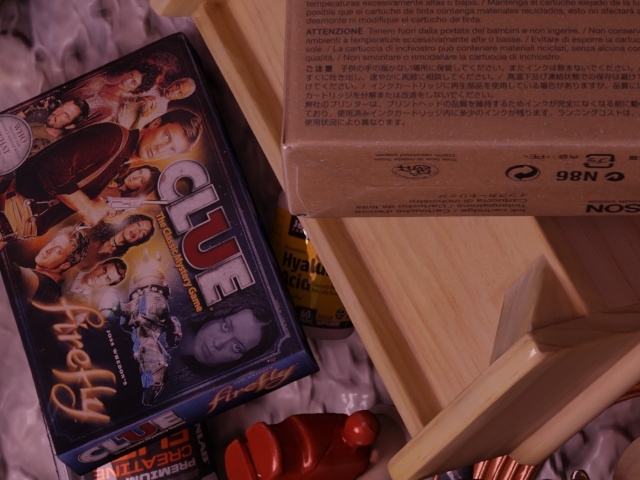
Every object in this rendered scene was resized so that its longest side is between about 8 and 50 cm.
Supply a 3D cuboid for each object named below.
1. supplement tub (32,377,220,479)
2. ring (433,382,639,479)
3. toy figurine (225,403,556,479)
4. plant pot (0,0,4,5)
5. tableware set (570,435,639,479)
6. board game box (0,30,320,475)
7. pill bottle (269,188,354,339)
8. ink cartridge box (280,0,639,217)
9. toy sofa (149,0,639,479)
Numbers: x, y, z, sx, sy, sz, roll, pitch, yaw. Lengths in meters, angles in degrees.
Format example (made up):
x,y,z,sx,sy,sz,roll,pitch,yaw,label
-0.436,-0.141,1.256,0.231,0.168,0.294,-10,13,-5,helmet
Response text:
x,y,z,sx,sy,sz,roll,pitch,yaw,label
-0.120,0.153,1.240,0.106,0.106,0.198,-14,92,22,supplement tub
0.224,0.202,1.155,0.336,0.032,0.337,3,98,21,ring
0.042,0.214,1.136,0.209,0.148,0.213,17,100,46,toy figurine
-0.294,-0.216,1.194,0.293,0.275,0.275,-31,85,6,plant pot
0.241,0.200,1.113,0.128,0.039,0.194,-27,81,33,tableware set
-0.118,0.004,1.180,0.165,0.042,0.243,-24,64,4,board game box
0.000,0.000,1.195,0.065,0.065,0.116,14,101,19,pill bottle
0.098,-0.113,0.950,0.234,0.088,0.193,0,66,3,ink cartridge box
0.067,-0.054,1.091,0.150,0.177,0.363,-48,62,43,toy sofa
